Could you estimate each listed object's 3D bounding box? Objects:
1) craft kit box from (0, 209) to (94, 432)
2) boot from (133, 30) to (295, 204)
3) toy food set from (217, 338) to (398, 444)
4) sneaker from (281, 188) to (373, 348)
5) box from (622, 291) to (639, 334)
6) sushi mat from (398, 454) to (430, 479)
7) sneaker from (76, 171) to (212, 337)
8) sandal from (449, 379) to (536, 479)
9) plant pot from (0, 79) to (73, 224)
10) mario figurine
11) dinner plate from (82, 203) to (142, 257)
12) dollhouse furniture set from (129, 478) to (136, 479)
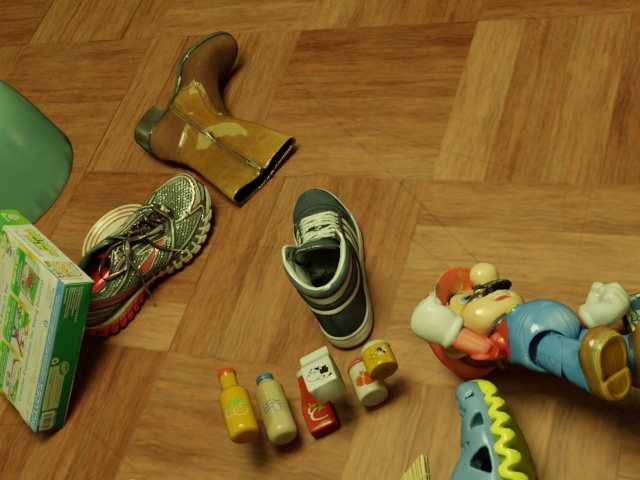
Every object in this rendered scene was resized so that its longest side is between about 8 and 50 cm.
[{"bbox_3d":[-0.443,0.116,1.466,0.246,0.061,0.250,33,116,36],"label":"craft kit box"},{"bbox_3d":[-0.154,-0.217,1.653,0.280,0.096,0.264,28,70,36],"label":"boot"},{"bbox_3d":[-0.013,0.182,1.276,0.232,0.111,0.104,-29,49,6],"label":"toy food set"},{"bbox_3d":[0.000,0.000,1.378,0.099,0.153,0.282,-22,49,8],"label":"sneaker"},{"bbox_3d":[0.406,0.140,1.148,0.054,0.059,0.169,-18,50,8],"label":"box"},{"bbox_3d":[0.096,0.408,1.054,0.019,0.151,0.317,14,49,-20],"label":"sushi mat"},{"bbox_3d":[-0.280,0.013,1.514,0.121,0.112,0.299,28,72,27],"label":"sneaker"},{"bbox_3d":[0.179,0.302,1.096,0.138,0.126,0.317,-18,49,17],"label":"sandal"},{"bbox_3d":[-0.630,-0.170,1.745,0.293,0.235,0.293,-12,52,16],"label":"plant pot"},{"bbox_3d":[0.238,0.083,1.143,0.320,0.198,0.170,8,68,53],"label":"mario figurine"},{"bbox_3d":[-0.330,0.001,1.622,0.141,0.017,0.141,-13,51,17],"label":"dinner plate"},{"bbox_3d":[-0.303,0.374,1.302,0.151,0.058,0.076,-29,49,2],"label":"dollhouse furniture set"}]
